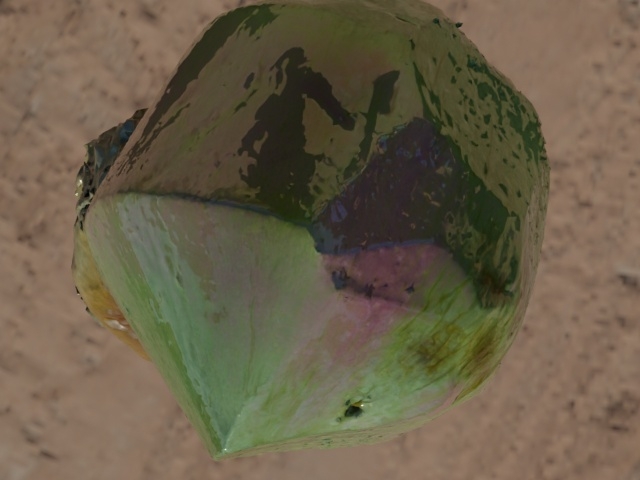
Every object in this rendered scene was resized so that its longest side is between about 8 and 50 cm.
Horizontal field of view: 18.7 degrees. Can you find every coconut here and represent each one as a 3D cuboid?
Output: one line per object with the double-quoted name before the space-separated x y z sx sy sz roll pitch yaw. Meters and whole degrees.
"coconut" 0.000 0.000 0.918 0.204 0.236 0.236 22 129 7

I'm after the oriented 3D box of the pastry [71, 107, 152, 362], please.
"pastry" -0.028 0.014 1.156 0.257 0.121 0.236 18 152 -19
